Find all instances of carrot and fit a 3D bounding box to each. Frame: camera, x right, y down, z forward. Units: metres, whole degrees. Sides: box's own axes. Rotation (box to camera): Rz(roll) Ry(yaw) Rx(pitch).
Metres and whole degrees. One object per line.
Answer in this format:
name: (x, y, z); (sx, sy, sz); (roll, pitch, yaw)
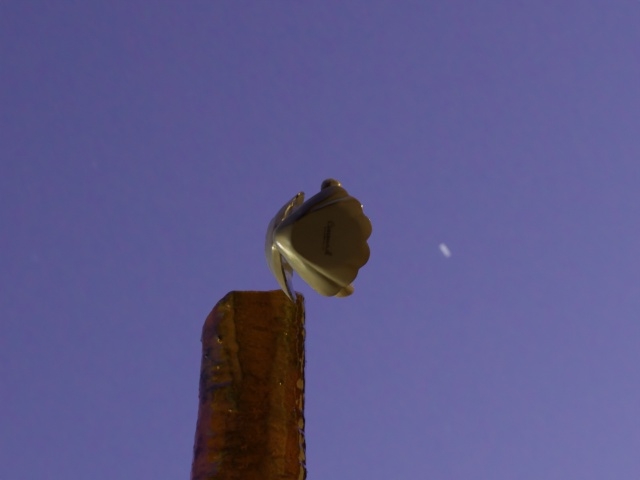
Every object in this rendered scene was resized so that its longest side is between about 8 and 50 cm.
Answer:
carrot: (-0.065, 0.196, 1.662); (0.114, 0.301, 0.114); (1, -19, 0)

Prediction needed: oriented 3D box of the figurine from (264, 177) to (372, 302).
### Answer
figurine: (0.000, 0.000, 1.365); (0.082, 0.094, 0.086); (4, -9, 7)
